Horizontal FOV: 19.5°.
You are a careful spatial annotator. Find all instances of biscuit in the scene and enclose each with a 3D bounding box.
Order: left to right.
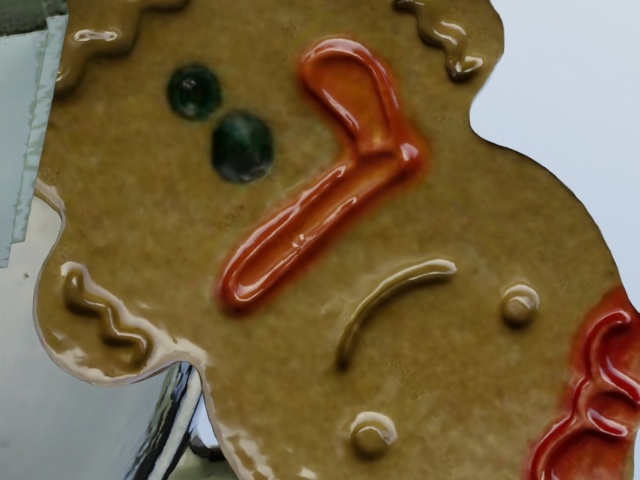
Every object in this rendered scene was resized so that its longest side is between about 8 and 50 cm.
[{"bbox_3d":[0.000,0.000,0.543,0.225,0.166,0.036,52,179,2],"label":"biscuit"}]

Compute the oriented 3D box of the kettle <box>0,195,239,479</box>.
[{"bbox_3d":[-0.104,0.008,0.782,0.321,0.324,0.228,4,-160,-10],"label":"kettle"}]

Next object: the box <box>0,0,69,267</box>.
[{"bbox_3d":[-0.134,-0.113,0.467,0.086,0.129,0.225,-11,-110,-17],"label":"box"}]
